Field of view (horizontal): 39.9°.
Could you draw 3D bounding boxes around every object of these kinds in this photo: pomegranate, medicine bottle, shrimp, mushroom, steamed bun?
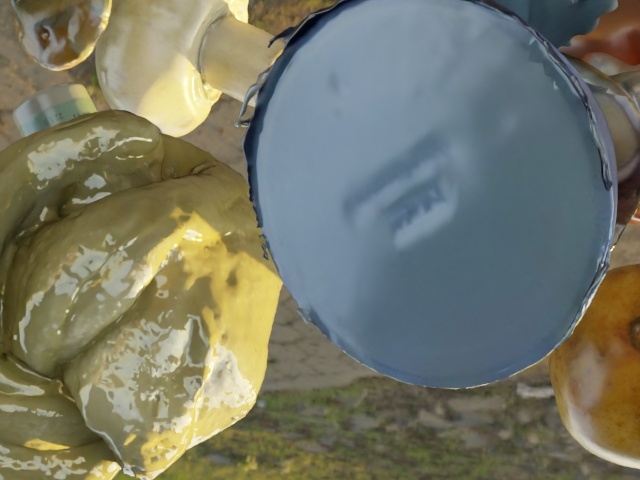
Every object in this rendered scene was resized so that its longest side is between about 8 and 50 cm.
[{"bbox_3d":[0.381,0.141,0.977,0.260,0.260,0.260,8,153,4],"label":"pomegranate"},{"bbox_3d":[-0.309,-0.045,1.242,0.110,0.351,0.110,-26,179,-1],"label":"medicine bottle"},{"bbox_3d":[-0.287,-0.303,0.939,0.145,0.254,0.059,-24,160,30],"label":"shrimp"},{"bbox_3d":[-0.237,-0.358,1.550,0.353,0.353,0.325,-6,135,29],"label":"mushroom"},{"bbox_3d":[-0.215,0.057,0.744,0.372,0.324,0.230,-22,149,4],"label":"steamed bun"}]

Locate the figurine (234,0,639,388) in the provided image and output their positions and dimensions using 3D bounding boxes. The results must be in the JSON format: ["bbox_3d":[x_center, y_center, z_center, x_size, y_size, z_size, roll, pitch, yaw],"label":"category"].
[{"bbox_3d":[0.128,-0.091,0.545,0.277,0.248,0.388,-27,177,41],"label":"figurine"}]
